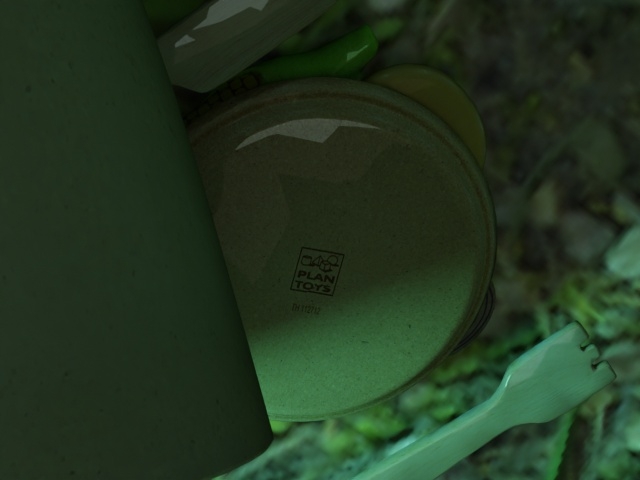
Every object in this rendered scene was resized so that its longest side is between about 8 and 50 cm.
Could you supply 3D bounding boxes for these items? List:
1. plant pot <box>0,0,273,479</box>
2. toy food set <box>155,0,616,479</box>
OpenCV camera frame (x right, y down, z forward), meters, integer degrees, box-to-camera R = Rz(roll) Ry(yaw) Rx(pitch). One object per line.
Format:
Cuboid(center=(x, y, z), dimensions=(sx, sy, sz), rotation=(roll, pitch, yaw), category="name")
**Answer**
Cuboid(center=(-0.158, -0.066, 0.485), dimensions=(0.256, 0.256, 0.274), rotation=(-9, 91, -10), category="plant pot")
Cuboid(center=(0.000, 0.000, 0.636), dimensions=(0.132, 0.038, 0.192), rotation=(-32, 116, 6), category="toy food set")
